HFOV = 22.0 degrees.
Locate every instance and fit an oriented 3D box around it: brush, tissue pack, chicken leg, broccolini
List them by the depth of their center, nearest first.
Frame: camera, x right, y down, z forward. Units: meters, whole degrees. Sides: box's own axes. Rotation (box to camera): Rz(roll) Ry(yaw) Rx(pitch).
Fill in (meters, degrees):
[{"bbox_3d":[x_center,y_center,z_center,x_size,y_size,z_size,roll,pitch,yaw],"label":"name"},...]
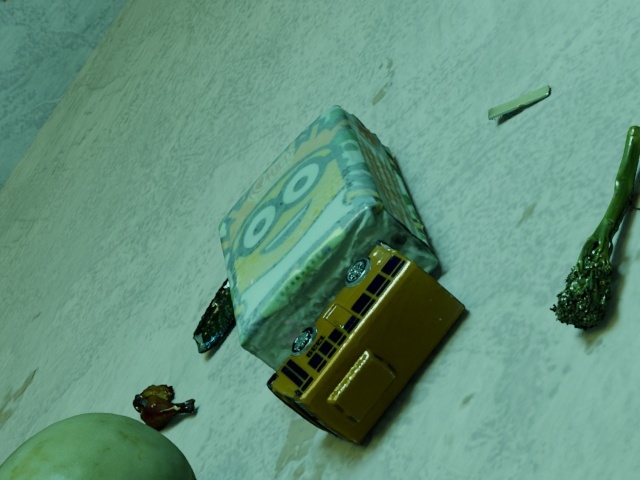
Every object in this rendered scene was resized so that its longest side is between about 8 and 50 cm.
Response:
[{"bbox_3d":[0.276,-0.016,1.568,0.051,0.054,0.239,11,56,23],"label":"broccolini"},{"bbox_3d":[0.228,-0.156,1.879,0.084,0.013,0.016,-23,41,34],"label":"brush"},{"bbox_3d":[0.000,0.000,1.922,0.228,0.128,0.311,-45,24,14],"label":"tissue pack"},{"bbox_3d":[-0.202,0.212,2.093,0.062,0.037,0.145,-42,21,-13],"label":"chicken leg"}]

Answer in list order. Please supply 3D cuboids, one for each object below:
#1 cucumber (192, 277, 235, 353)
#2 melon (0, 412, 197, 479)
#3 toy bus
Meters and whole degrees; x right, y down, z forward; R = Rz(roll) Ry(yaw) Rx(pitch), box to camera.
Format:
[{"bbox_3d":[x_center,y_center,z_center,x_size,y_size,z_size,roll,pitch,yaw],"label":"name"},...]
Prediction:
[{"bbox_3d":[-0.087,0.037,2.117,0.256,0.043,0.044,-56,3,-4],"label":"cucumber"},{"bbox_3d":[-0.247,0.322,1.744,0.272,0.272,0.308,-34,43,33],"label":"melon"},{"bbox_3d":[0.049,0.112,1.719,0.201,0.098,0.114,-51,24,-3],"label":"toy bus"}]
